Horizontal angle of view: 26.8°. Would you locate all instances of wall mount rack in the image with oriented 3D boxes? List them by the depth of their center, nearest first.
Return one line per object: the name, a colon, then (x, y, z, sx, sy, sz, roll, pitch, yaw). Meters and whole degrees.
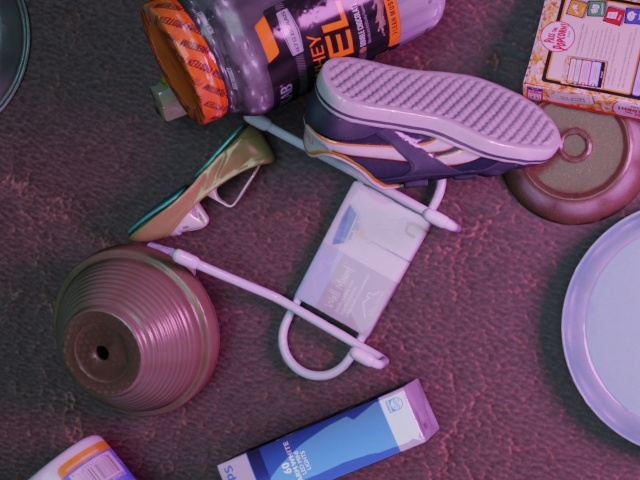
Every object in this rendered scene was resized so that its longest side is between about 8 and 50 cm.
wall mount rack: (0.000, 0.000, 1.728, 0.304, 0.130, 0.350, 29, 94, 12)

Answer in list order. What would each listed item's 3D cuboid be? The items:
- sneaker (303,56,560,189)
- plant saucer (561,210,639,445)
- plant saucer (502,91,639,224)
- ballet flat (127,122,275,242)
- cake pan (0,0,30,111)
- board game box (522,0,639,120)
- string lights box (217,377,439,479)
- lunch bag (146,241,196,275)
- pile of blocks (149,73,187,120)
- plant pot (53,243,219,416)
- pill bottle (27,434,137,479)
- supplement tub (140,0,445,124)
sneaker: (0.130, -0.133, 1.655, 0.321, 0.126, 0.127, 11, 134, -17)
plant saucer: (0.461, 0.109, 1.666, 0.317, 0.043, 0.318, 0, 90, 13)
plant saucer: (0.323, -0.119, 1.706, 0.198, 0.036, 0.199, 0, 89, 12)
ballet flat: (-0.157, -0.058, 1.795, 0.232, 0.080, 0.073, -42, 96, 10)
cake pan: (-0.556, -0.286, 1.901, 0.293, 0.054, 0.293, 0, 89, 13)
board game box: (0.363, -0.232, 1.673, 0.193, 0.045, 0.147, 13, 74, 13)
string lights box: (0.013, 0.265, 1.718, 0.259, 0.133, 0.077, -24, 84, 11)
lunch bag: (-0.208, 0.050, 1.815, 0.071, 0.053, 0.083, 14, 102, 14)
pile of blocks: (-0.142, -0.335, 1.768, 0.149, 0.112, 0.362, 30, 94, -31)
plant pot: (-0.261, 0.130, 1.764, 0.237, 0.110, 0.237, 5, 105, 19)
pill bottle: (-0.269, 0.405, 1.771, 0.152, 0.152, 0.272, -42, 81, 9)
supplement tub: (-0.035, -0.287, 1.651, 0.338, 0.207, 0.207, -28, 82, -12)
